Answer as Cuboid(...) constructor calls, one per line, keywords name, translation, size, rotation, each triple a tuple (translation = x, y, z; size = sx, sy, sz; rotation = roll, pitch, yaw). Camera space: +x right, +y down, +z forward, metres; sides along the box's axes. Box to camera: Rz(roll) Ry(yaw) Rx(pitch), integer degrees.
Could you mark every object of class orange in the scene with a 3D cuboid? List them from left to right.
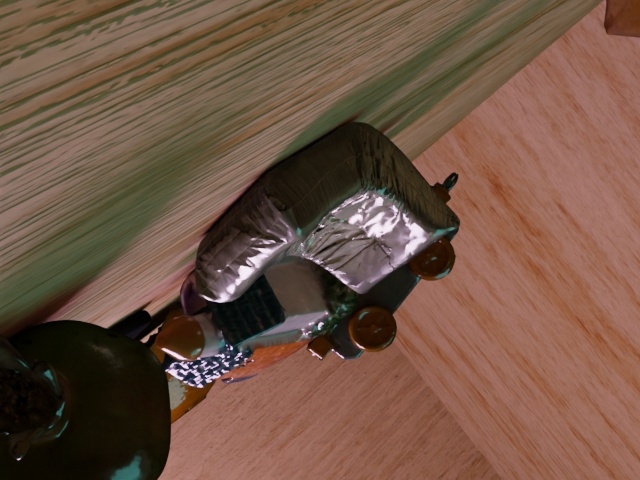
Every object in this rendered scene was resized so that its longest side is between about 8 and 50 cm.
Cuboid(name="orange", translation=(-0.296, 0.236, 1.668), size=(0.262, 0.196, 0.334), rotation=(-51, 174, -10))

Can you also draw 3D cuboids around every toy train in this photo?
Cuboid(name="toy train", translation=(0.075, 0.016, 1.440), size=(0.369, 0.232, 0.163), rotation=(-52, -179, 2))

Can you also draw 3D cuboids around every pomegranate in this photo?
Cuboid(name="pomegranate", translation=(-0.218, 0.147, 0.747), size=(0.181, 0.181, 0.224), rotation=(-38, 163, -7))

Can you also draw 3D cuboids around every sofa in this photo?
Cuboid(name="sofa", translation=(0.000, 0.000, 1.047), size=(0.225, 0.176, 0.210), rotation=(-37, 178, -45))

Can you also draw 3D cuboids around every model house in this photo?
Cuboid(name="model house", translation=(-0.137, 0.087, 1.286), size=(0.271, 0.190, 0.301), rotation=(-35, 165, 30))

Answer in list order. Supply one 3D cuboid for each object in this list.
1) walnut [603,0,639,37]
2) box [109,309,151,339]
Cuboid(name="walnut", translation=(0.408, -0.321, 0.939), size=(0.298, 0.203, 0.203), rotation=(-37, 179, 39))
Cuboid(name="box", translation=(-0.308, 0.151, 1.288), size=(0.125, 0.027, 0.126), rotation=(-42, 176, 26))
